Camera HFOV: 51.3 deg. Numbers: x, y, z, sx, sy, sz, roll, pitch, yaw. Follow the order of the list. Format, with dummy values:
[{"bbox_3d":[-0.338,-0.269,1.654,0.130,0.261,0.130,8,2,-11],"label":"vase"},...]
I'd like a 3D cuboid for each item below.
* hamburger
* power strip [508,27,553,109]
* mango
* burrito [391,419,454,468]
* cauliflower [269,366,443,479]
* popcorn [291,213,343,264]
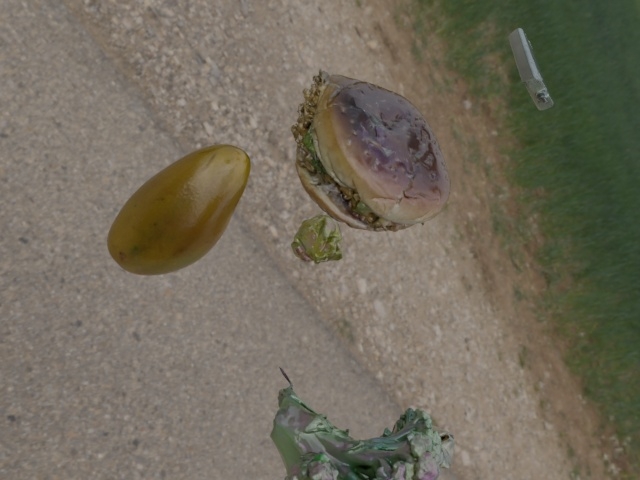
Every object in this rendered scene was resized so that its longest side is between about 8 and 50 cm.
[{"bbox_3d":[0.080,-0.140,1.046,0.286,0.146,0.243,46,47,2],"label":"hamburger"},{"bbox_3d":[0.353,-0.286,1.120,0.060,0.027,0.253,49,29,-27],"label":"power strip"},{"bbox_3d":[-0.189,-0.041,0.932,0.138,0.253,0.113,30,28,-42],"label":"mango"},{"bbox_3d":[0.187,0.371,1.219,0.275,0.059,0.082,126,-31,-74],"label":"burrito"},{"bbox_3d":[0.014,0.294,0.851,0.239,0.256,0.315,-20,56,-42],"label":"cauliflower"},{"bbox_3d":[-0.001,-0.002,1.232,0.097,0.089,0.109,-42,151,-29],"label":"popcorn"}]
